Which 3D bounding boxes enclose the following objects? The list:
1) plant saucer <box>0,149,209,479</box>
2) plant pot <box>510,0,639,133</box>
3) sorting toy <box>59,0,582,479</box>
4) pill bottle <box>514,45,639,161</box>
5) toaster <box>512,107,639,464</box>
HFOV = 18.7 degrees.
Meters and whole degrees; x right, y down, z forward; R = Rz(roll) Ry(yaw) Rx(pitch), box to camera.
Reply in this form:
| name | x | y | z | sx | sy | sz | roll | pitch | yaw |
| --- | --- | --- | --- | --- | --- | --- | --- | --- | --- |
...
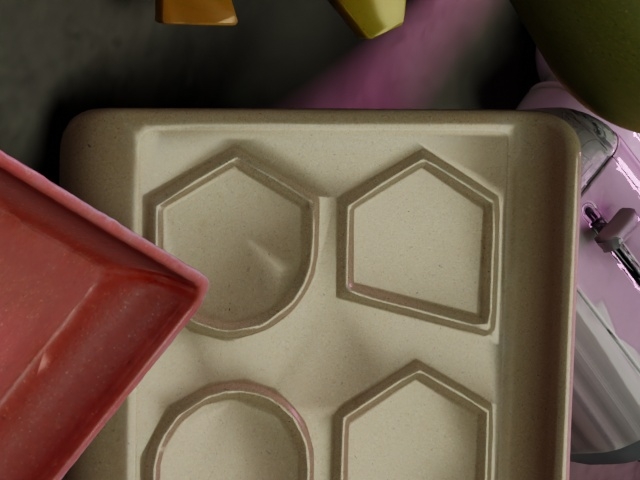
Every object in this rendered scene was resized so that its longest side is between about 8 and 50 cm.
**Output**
| name | x | y | z | sx | sy | sz | roll | pitch | yaw |
| --- | --- | --- | --- | --- | --- | --- | --- | --- | --- |
| plant saucer | -0.188 | 0.069 | 0.708 | 0.259 | 0.047 | 0.258 | -50 | 151 | 2 |
| plant pot | 0.142 | -0.235 | 0.852 | 0.293 | 0.274 | 0.275 | 41 | 77 | -41 |
| sorting toy | 0.000 | 0.000 | 0.850 | 0.229 | 0.041 | 0.307 | 0 | 97 | -15 |
| pill bottle | 0.201 | -0.122 | 1.119 | 0.216 | 0.121 | 0.121 | -54 | 148 | -16 |
| toaster | 0.095 | 0.021 | 0.992 | 0.129 | 0.227 | 0.146 | -46 | 113 | -26 |
